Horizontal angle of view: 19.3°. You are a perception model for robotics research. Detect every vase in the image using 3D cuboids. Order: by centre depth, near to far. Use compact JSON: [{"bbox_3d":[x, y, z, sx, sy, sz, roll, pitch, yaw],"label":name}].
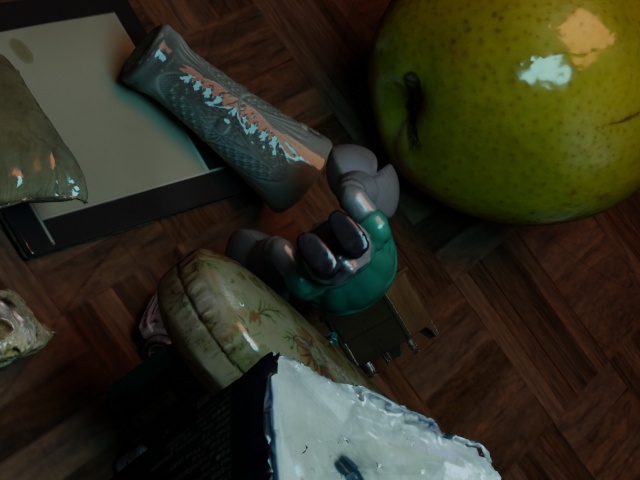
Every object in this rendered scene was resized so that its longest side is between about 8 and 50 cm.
[{"bbox_3d":[-0.099,-0.129,1.927,0.219,0.096,0.096,38,36,-19],"label":"vase"}]

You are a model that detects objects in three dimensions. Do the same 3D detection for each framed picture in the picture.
[{"bbox_3d":[-0.239,-0.125,1.840,0.265,0.016,0.347,58,33,7],"label":"framed picture"}]

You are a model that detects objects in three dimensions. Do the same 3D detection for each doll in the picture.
[{"bbox_3d":[0.017,-0.010,1.815,0.195,0.258,0.153,-28,83,-27],"label":"doll"}]

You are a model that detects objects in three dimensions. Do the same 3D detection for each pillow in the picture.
[{"bbox_3d":[-0.344,-0.089,1.605,0.302,0.075,0.185,-10,58,-47],"label":"pillow"}]

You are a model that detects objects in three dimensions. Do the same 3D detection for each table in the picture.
[{"bbox_3d":[0.066,0.088,1.968,0.082,0.083,0.070,58,30,-1],"label":"table"}]

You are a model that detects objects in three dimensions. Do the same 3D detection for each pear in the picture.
[{"bbox_3d":[0.250,-0.195,2.207,0.418,0.362,0.362,-10,67,-31],"label":"pear"}]

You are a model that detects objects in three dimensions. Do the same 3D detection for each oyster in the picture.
[{"bbox_3d":[-0.317,0.049,1.534,0.209,0.072,0.133,42,32,-14],"label":"oyster"}]

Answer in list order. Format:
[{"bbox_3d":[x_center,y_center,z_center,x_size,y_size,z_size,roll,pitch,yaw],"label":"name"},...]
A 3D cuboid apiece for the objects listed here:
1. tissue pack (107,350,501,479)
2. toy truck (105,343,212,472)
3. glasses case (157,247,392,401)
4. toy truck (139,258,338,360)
[{"bbox_3d":[-0.077,0.301,1.267,0.253,0.416,0.264,29,34,-31],"label":"tissue pack"},{"bbox_3d":[-0.080,0.207,1.653,0.253,0.114,0.124,51,22,-4],"label":"toy truck"},{"bbox_3d":[0.009,0.159,1.633,0.425,0.098,0.156,46,8,-37],"label":"glasses case"},{"bbox_3d":[-0.056,0.109,1.760,0.216,0.116,0.110,44,34,-14],"label":"toy truck"}]
